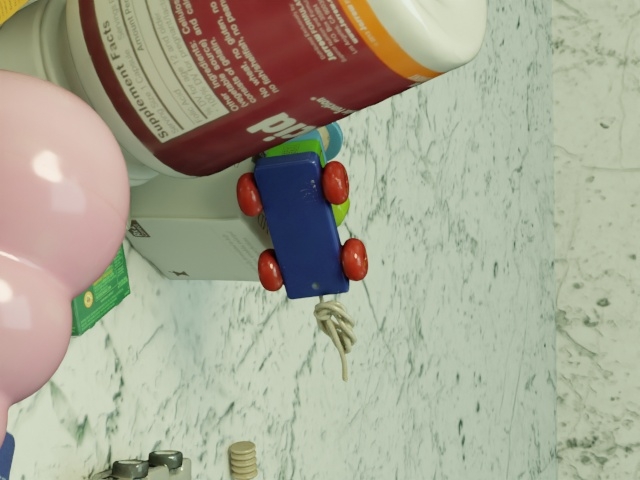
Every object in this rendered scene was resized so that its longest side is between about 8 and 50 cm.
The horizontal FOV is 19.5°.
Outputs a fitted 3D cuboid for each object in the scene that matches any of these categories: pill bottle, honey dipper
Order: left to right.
[{"bbox_3d":[-0.075,-0.185,1.606,0.224,0.392,0.224,41,37,-42],"label":"pill bottle"},{"bbox_3d":[-0.084,0.308,2.132,0.030,0.030,0.161,-40,131,-62],"label":"honey dipper"}]

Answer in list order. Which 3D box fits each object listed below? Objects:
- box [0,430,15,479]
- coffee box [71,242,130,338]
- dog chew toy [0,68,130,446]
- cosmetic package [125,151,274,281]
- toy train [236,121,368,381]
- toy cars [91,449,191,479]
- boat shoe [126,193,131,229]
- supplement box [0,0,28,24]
[{"bbox_3d":[-0.316,0.249,1.533,0.136,0.036,0.225,50,46,-59],"label":"box"},{"bbox_3d":[-0.230,-0.015,1.742,0.113,0.040,0.184,-46,133,-60],"label":"coffee box"},{"bbox_3d":[-0.275,0.038,1.441,0.206,0.206,0.332,49,54,-59],"label":"dog chew toy"},{"bbox_3d":[-0.104,-0.069,1.908,0.151,0.151,0.184,50,45,-56],"label":"cosmetic package"},{"bbox_3d":[0.000,0.000,1.846,0.143,0.105,0.248,-77,156,-57],"label":"toy train"},{"bbox_3d":[-0.215,0.328,1.734,0.394,0.087,0.176,-71,157,-46],"label":"toy cars"},{"bbox_3d":[-0.206,-0.071,1.808,0.046,0.038,0.125,-73,161,-82],"label":"boat shoe"},{"bbox_3d":[-0.296,-0.215,1.529,0.233,0.078,0.080,-54,141,-55],"label":"supplement box"}]
